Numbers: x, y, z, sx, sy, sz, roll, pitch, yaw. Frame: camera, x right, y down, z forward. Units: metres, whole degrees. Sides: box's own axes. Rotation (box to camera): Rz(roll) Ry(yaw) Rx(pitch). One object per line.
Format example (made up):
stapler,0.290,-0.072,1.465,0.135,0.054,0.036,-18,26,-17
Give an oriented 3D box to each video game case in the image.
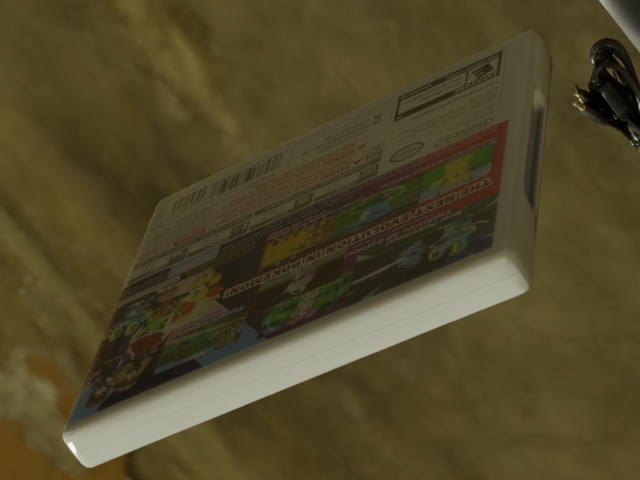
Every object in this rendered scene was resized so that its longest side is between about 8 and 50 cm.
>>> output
video game case,0.000,0.000,0.798,0.201,0.183,0.023,-23,115,22

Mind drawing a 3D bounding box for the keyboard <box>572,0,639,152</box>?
keyboard,0.242,-0.091,1.167,0.033,0.201,0.317,-18,123,47
